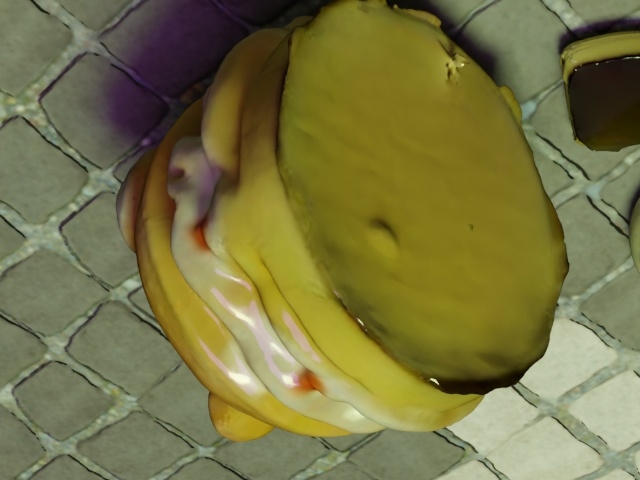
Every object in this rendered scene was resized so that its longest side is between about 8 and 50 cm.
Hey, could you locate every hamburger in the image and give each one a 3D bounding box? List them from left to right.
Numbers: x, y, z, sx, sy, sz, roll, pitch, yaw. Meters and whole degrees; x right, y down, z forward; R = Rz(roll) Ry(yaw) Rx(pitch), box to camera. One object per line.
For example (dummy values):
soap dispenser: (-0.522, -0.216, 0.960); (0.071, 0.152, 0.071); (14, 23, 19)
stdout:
hamburger: (0.000, 0.000, 0.963); (0.276, 0.276, 0.237); (36, 140, -24)

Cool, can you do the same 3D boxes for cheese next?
cheese: (0.247, -0.111, 0.996); (0.163, 0.036, 0.086); (-10, 125, 10)

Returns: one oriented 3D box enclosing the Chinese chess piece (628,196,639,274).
Chinese chess piece: (0.287, -0.005, 1.073); (0.122, 0.051, 0.122); (0, 129, 0)
